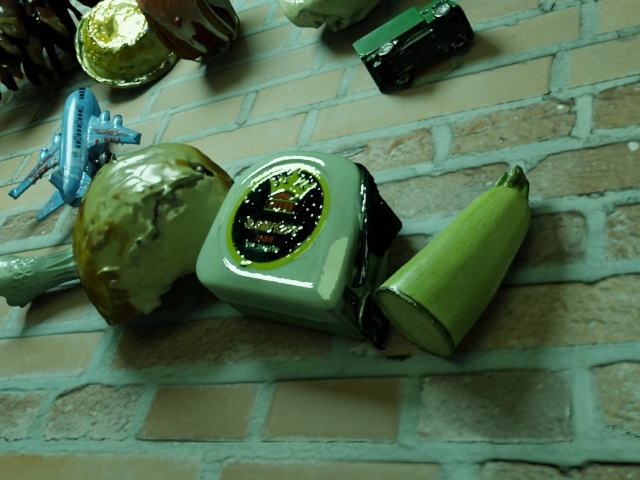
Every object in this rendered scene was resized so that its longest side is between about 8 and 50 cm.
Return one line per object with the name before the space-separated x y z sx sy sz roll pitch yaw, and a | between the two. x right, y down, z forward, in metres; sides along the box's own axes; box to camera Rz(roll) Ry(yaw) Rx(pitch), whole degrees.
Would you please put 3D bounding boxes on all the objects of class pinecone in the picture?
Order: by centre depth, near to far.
pinecone | -0.611 -0.443 1.585 0.384 0.384 0.384 -20 43 20

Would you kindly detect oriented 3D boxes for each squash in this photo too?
squash | 0.149 0.005 0.785 0.094 0.094 0.224 16 57 44

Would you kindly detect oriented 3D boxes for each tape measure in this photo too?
tape measure | 0.000 0.000 0.874 0.235 0.115 0.207 8 63 36

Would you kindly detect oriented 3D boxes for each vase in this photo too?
vase | -0.383 0.041 1.136 0.149 0.081 0.081 -16 44 19

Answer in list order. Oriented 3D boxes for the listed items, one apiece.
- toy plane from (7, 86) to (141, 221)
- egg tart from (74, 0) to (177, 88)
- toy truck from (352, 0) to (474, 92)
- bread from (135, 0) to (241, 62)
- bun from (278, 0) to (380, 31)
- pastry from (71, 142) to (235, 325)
toy plane | -0.393 -0.151 1.302 0.254 0.105 0.271 -20 42 18
egg tart | -0.362 -0.381 1.460 0.213 0.090 0.212 -3 69 8
toy truck | 0.127 -0.266 1.066 0.147 0.065 0.079 -30 37 11
bread | -0.235 -0.407 1.338 0.142 0.224 0.212 -22 21 18
bun | 0.030 -0.398 1.220 0.178 0.128 0.193 14 73 43
pastry | -0.227 -0.030 1.012 0.237 0.170 0.256 -35 33 0
